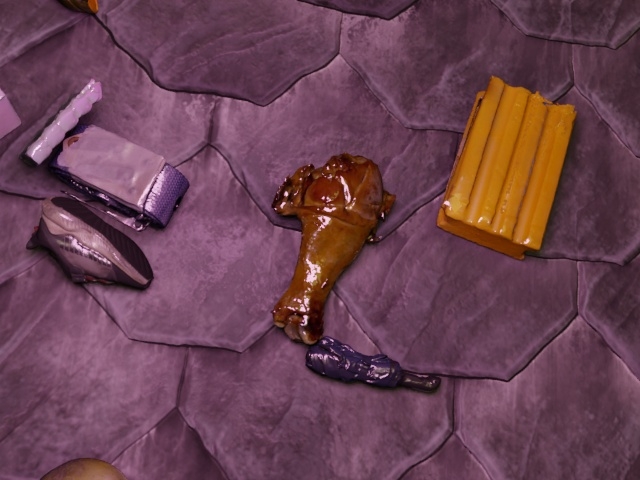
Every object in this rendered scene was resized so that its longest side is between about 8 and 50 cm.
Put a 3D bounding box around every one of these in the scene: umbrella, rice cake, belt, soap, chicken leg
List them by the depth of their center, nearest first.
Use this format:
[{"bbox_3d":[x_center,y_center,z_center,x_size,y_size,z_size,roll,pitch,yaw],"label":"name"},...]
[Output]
[{"bbox_3d":[-0.454,-0.200,1.211,0.037,0.198,0.189,42,68,-23],"label":"rice cake"},{"bbox_3d":[-0.358,-0.104,1.224,0.231,0.139,0.126,26,73,4],"label":"belt"},{"bbox_3d":[0.095,0.233,1.243,0.248,0.071,0.070,18,73,-3],"label":"umbrella"},{"bbox_3d":[-0.004,-0.014,1.258,0.212,0.140,0.361,35,69,-7],"label":"chicken leg"},{"bbox_3d":[0.365,-0.147,1.375,0.204,0.096,0.324,23,72,-3],"label":"soap"}]

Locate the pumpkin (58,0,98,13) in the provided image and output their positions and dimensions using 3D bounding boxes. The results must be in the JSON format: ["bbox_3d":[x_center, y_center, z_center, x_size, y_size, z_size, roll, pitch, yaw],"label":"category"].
[{"bbox_3d":[-0.500,-0.573,1.319,0.111,0.163,0.278,-7,78,-6],"label":"pumpkin"}]

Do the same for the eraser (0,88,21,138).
[{"bbox_3d":[-0.661,-0.312,1.240,0.086,0.130,0.287,-41,85,-15],"label":"eraser"}]

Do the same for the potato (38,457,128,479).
[{"bbox_3d":[-0.393,0.458,1.061,0.174,0.159,0.251,26,57,26],"label":"potato"}]

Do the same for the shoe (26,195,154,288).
[{"bbox_3d":[-0.403,0.023,1.214,0.227,0.099,0.112,42,102,-15],"label":"shoe"}]
